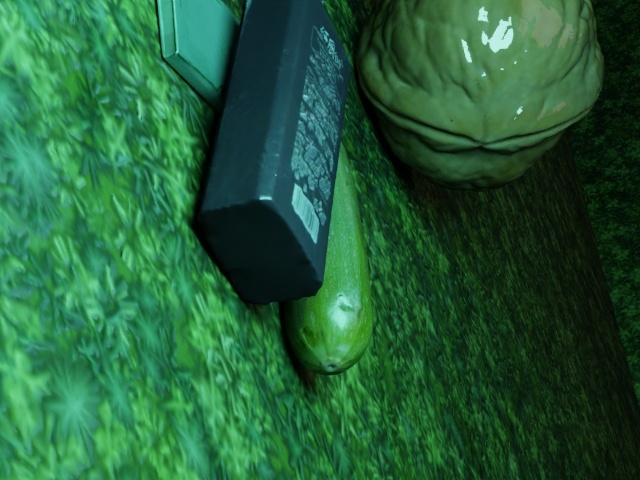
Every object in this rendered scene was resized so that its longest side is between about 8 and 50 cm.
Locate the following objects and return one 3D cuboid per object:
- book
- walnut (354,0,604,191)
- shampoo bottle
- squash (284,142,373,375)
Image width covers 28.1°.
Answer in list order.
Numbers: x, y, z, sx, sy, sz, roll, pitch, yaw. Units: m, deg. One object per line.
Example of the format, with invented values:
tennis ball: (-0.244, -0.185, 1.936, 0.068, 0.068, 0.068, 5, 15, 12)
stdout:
book: (-0.081, -0.144, 0.933, 0.135, 0.017, 0.103, 42, 35, -57)
walnut: (0.171, -0.199, 1.383, 0.252, 0.277, 0.313, 31, 36, -16)
shampoo bottle: (-0.023, -0.102, 0.920, 0.309, 0.071, 0.098, -81, 150, -43)
squash: (0.000, 0.000, 0.955, 0.066, 0.066, 0.229, 53, 23, -47)
